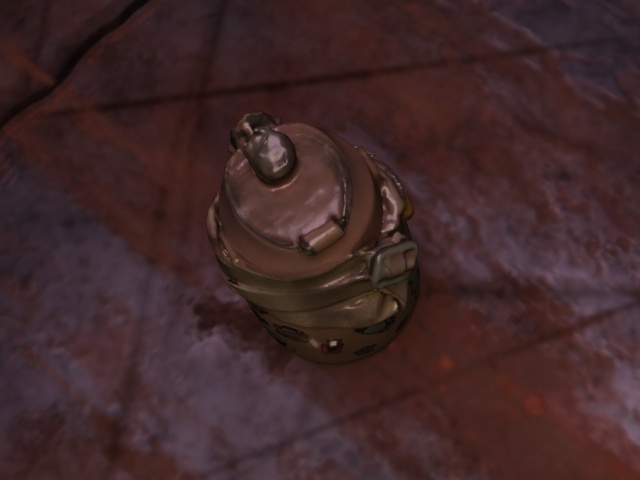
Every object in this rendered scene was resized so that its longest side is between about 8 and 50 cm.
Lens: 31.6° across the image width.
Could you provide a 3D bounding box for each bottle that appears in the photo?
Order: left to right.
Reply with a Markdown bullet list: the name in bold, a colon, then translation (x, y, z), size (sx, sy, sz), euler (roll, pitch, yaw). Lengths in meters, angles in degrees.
- **bottle**: translation (-0.001, 0.000, 0.536), size (0.099, 0.152, 0.098), euler (-3, 69, 7)
